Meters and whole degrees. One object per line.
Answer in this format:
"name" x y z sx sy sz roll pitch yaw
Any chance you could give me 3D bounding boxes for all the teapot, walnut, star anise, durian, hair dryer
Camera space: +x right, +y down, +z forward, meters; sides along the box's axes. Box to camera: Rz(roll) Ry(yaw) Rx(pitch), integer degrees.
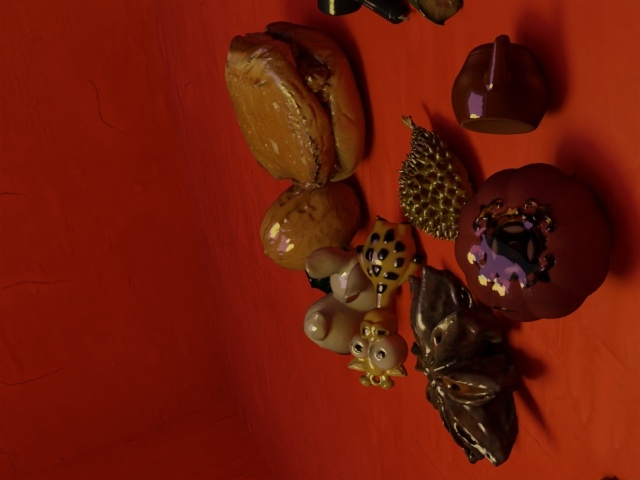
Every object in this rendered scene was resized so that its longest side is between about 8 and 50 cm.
"teapot" 0.207 -0.181 1.134 0.116 0.116 0.173 67 -170 12
"walnut" -0.018 -0.033 1.843 0.159 0.207 0.159 54 179 1
"star anise" 0.214 0.184 1.485 0.332 0.118 0.331 158 90 -82
"durian" 0.151 -0.092 1.407 0.146 0.103 0.208 101 150 -70
"hair dryer" 0.064 -0.370 1.444 0.219 0.072 0.124 46 152 41

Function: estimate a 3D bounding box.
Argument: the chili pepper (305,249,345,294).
"chili pepper" -0.006 0.006 1.989 0.148 0.116 0.264 126 124 -75

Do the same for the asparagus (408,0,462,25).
"asparagus" 0.097 -0.378 1.324 0.277 0.060 0.067 54 147 43

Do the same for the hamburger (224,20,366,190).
"hamburger" -0.045 -0.236 1.738 0.304 0.174 0.284 39 147 61

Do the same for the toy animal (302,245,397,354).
"toy animal" 0.043 0.106 1.795 0.127 0.179 0.193 39 122 29

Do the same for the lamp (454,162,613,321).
"lamp" 0.244 0.003 1.127 0.182 0.140 0.181 0 90 31

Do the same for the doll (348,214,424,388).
"doll" 0.105 0.104 1.657 0.117 0.086 0.290 9 94 27

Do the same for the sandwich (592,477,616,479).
"sandwich" 0.382 0.392 1.234 0.235 0.079 0.159 -175 67 -73
